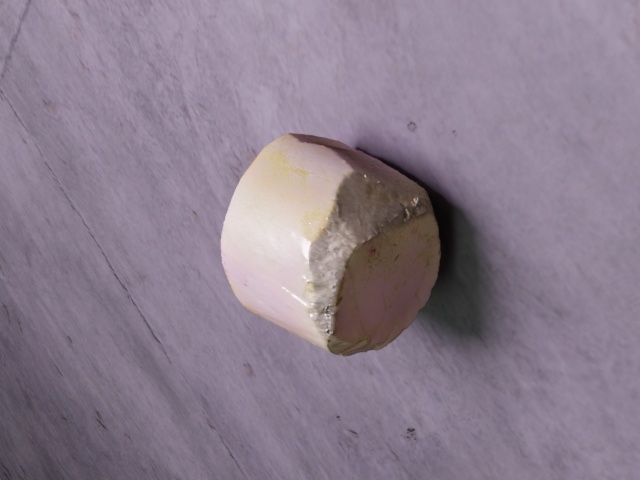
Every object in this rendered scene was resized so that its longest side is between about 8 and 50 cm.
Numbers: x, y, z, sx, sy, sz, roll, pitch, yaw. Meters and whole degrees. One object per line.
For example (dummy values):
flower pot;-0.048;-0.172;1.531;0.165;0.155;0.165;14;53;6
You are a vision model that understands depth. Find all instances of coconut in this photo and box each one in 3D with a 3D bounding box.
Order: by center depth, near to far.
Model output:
coconut;0.000;0.000;0.797;0.152;0.147;0.147;29;136;41
